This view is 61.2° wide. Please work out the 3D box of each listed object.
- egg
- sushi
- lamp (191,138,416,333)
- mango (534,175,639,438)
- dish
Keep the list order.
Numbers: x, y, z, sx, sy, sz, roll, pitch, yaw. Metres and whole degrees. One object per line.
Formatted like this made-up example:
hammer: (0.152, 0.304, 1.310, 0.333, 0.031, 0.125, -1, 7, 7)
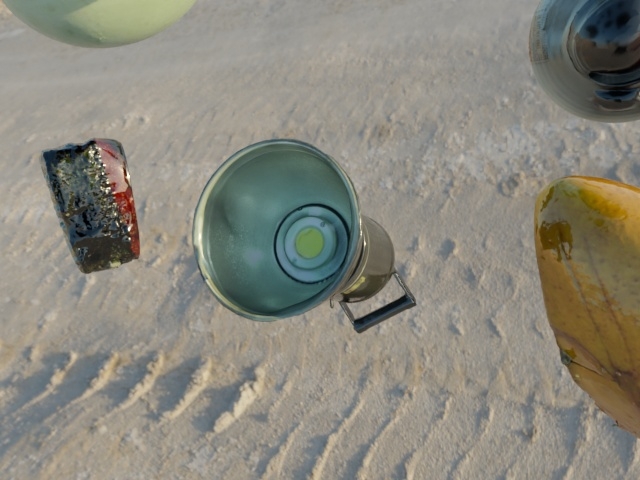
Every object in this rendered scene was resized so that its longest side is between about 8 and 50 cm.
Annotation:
egg: (-0.314, -0.447, 0.815, 0.276, 0.276, 0.389, 11, 44, 30)
sushi: (-0.385, -0.059, 0.911, 0.126, 0.224, 0.136, -13, 21, -27)
lamp: (0.000, 0.000, 0.524, 0.147, 0.227, 0.171, -31, 72, 15)
mango: (0.344, 0.075, 0.578, 0.199, 0.350, 0.201, -29, 11, 16)
dish: (0.439, -0.297, 0.787, 0.274, 0.273, 0.134, 7, 25, 27)
